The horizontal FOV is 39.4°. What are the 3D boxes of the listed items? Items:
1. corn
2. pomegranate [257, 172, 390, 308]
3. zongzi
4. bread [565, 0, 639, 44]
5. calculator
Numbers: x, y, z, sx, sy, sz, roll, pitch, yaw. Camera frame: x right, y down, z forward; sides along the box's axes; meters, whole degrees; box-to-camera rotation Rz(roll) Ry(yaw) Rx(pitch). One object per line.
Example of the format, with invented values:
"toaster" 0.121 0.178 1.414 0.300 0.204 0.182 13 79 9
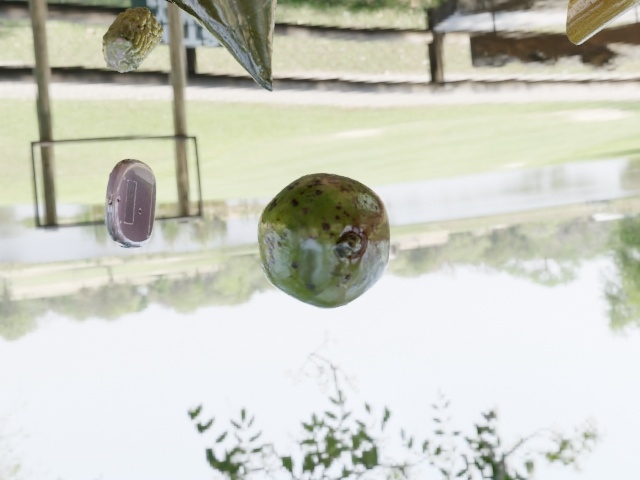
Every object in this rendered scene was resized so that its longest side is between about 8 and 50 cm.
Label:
"corn" -0.323 -0.346 1.530 0.086 0.087 0.288 -6 -158 -1
"pomegranate" 0.004 0.012 1.296 0.198 0.198 0.246 -6 152 -9
"zongzi" -0.195 -0.370 1.358 0.322 0.361 0.160 -9 171 34
"bread" 0.282 -0.249 0.899 0.049 0.062 0.103 -19 171 -36
"calculator" -0.213 -0.041 1.027 0.024 0.103 0.166 4 179 6
